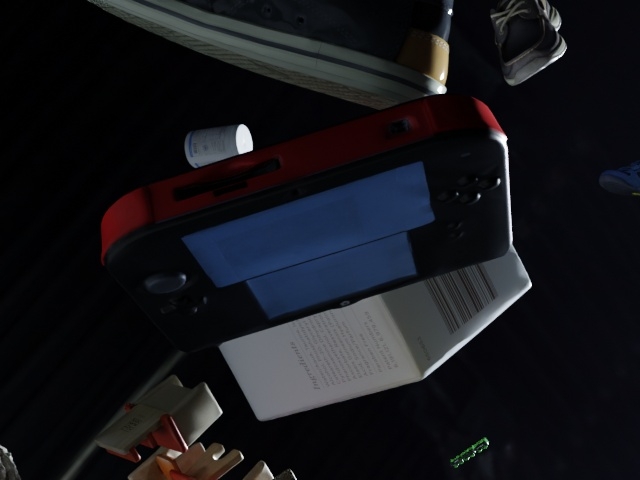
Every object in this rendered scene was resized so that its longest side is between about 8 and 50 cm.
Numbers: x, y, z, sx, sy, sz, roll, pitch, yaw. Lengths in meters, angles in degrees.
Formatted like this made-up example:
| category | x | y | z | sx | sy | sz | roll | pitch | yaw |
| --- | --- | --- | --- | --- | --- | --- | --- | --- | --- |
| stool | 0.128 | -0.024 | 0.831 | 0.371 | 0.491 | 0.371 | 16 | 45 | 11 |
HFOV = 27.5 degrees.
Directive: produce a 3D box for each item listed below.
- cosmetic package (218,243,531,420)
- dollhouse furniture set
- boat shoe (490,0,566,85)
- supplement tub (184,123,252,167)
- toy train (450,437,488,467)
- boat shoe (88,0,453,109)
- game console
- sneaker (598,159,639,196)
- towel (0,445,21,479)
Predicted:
| category | x | y | z | sx | sy | sz | roll | pitch | yaw |
| --- | --- | --- | --- | --- | --- | --- | --- | --- | --- |
| cosmetic package | 0.044 | 0.047 | 2.084 | 0.394 | 0.329 | 0.327 | -22 | -81 | 46 |
| dollhouse furniture set | -0.159 | 0.310 | 1.637 | 0.262 | 0.135 | 0.259 | 5 | -52 | 51 |
| boat shoe | 0.373 | -0.399 | 2.465 | 0.130 | 0.132 | 0.355 | 50 | 20 | -15 |
| supplement tub | -0.185 | -0.171 | 2.367 | 0.107 | 0.071 | 0.071 | -5 | -38 | 22 |
| toy train | 0.266 | 0.379 | 2.331 | 0.017 | 0.083 | 0.024 | 52 | 23 | -1 |
| boat shoe | -0.085 | -0.269 | 1.372 | 0.500 | 0.156 | 0.187 | 20 | 2 | 21 |
| game console | 0.000 | 0.000 | 1.298 | 0.342 | 0.387 | 0.060 | 68 | 5 | -62 |
| sneaker | 0.478 | -0.098 | 1.967 | 0.144 | 0.059 | 0.053 | 5 | -4 | -30 |
| towel | -0.386 | 0.398 | 1.541 | 0.049 | 0.187 | 0.282 | 20 | 25 | -41 |
